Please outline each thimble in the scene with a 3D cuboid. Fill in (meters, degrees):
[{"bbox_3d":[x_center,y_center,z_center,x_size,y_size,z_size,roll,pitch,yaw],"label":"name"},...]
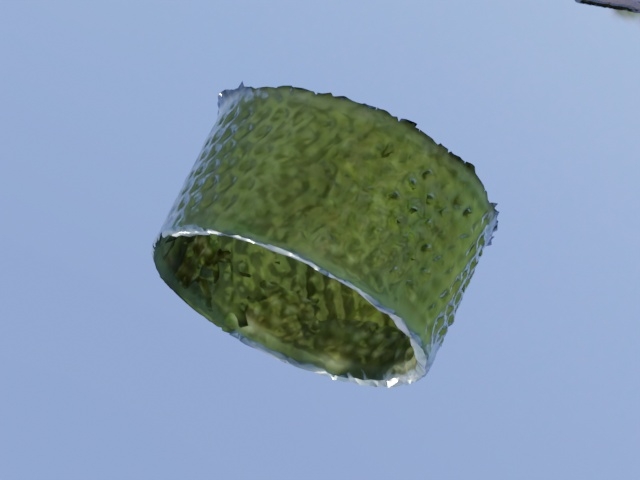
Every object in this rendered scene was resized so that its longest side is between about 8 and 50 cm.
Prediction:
[{"bbox_3d":[0.000,0.000,1.415,0.271,0.271,0.150,31,-113,-14],"label":"thimble"}]

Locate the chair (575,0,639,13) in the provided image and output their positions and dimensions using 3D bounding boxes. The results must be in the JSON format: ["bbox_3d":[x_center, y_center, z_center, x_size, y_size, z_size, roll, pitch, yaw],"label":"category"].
[{"bbox_3d":[0.397,-0.110,1.093,0.416,0.203,0.240,-8,-107,-41],"label":"chair"}]
